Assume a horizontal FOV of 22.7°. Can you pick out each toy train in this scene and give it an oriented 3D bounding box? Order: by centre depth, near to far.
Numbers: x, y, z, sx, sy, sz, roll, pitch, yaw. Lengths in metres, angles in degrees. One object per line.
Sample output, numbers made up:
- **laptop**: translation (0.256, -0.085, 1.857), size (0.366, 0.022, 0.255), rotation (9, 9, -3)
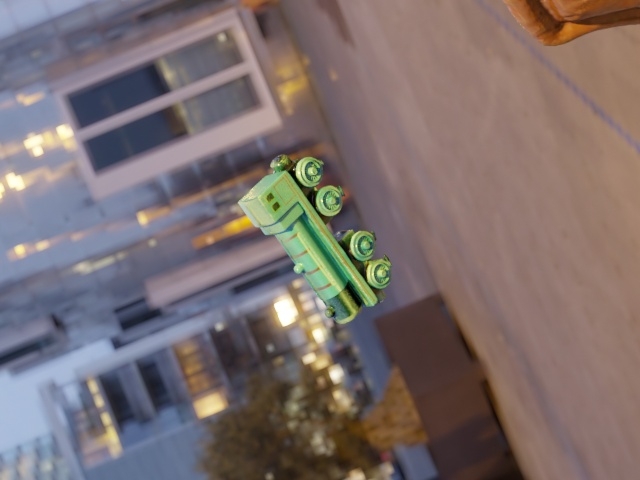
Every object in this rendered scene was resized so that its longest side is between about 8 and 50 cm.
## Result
- **toy train**: translation (0.000, 0.000, 0.787), size (0.029, 0.045, 0.092), rotation (-9, 120, 55)

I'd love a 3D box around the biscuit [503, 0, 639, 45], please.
- **biscuit**: translation (0.296, -0.288, 1.064), size (0.349, 0.455, 0.078), rotation (15, -136, -42)
